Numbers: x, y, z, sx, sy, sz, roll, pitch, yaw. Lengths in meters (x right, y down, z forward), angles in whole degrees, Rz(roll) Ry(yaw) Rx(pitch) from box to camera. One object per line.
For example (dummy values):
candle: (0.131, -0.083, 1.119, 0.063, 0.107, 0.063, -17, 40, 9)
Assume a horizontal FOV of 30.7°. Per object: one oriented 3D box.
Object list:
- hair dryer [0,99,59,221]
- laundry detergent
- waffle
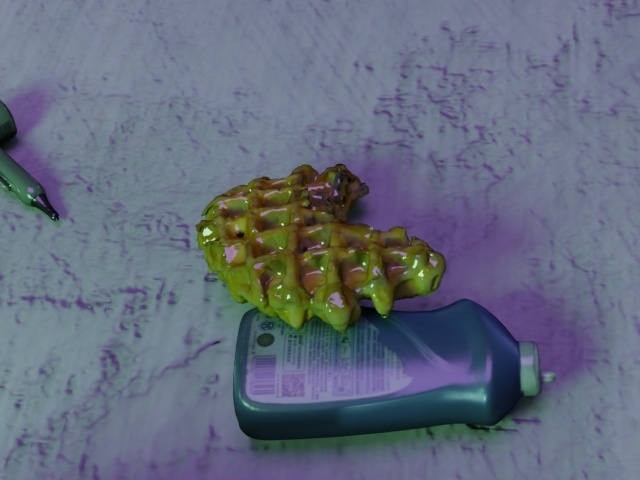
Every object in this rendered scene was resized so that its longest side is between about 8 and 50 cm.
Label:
hair dryer: (-0.259, -0.061, 0.956, 0.071, 0.047, 0.150, -39, 61, -23)
laundry detergent: (0.049, 0.083, 0.761, 0.206, 0.061, 0.097, -2, 40, 8)
waffle: (-0.001, -0.003, 0.808, 0.149, 0.051, 0.194, -22, 31, -25)
